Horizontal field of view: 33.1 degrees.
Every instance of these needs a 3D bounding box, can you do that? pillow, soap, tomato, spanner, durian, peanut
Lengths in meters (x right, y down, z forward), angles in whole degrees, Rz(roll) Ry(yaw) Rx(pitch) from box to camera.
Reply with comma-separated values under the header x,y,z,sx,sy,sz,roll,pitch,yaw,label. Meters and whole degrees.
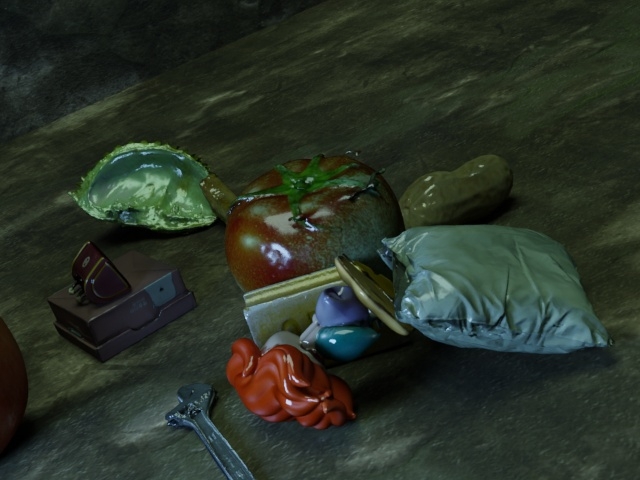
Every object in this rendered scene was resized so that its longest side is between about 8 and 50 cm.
x,y,z,sx,sy,sz,roll,pitch,yaw,label
0.241,0.069,1.532,0.310,0.138,0.283,5,23,-8,pillow
0.011,0.119,1.659,0.232,0.140,0.073,-17,27,5,soap
0.000,0.000,1.808,0.304,0.239,0.303,-13,28,7,tomato
-0.156,0.286,1.567,0.093,0.026,0.325,-25,26,-16,spanner
-0.369,-0.117,2.421,0.394,0.163,0.198,15,31,17,durian
0.243,-0.080,1.947,0.257,0.123,0.123,-29,25,-18,peanut

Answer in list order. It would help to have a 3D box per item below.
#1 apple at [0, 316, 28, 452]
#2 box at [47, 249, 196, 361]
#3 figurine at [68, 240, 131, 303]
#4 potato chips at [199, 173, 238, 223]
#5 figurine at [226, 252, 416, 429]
x,y,z,sx,sy,sz,roll,pitch,yaw,label
-0.656,0.212,1.684,0.364,0.364,0.364,-16,23,7,apple
-0.380,0.116,2.028,0.215,0.086,0.215,-31,26,-26,box
-0.421,0.069,1.978,0.098,0.082,0.154,-46,30,-9,figurine
-0.138,-0.046,2.215,0.057,0.080,0.407,-17,26,-30,potato chips
-0.008,0.164,1.519,0.257,0.208,0.181,-46,-19,7,figurine
